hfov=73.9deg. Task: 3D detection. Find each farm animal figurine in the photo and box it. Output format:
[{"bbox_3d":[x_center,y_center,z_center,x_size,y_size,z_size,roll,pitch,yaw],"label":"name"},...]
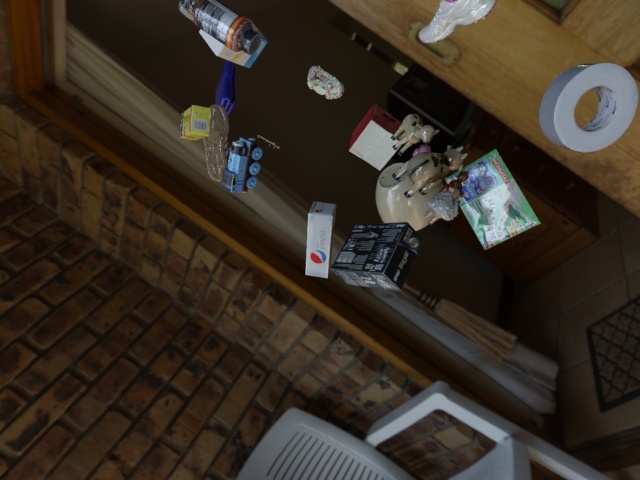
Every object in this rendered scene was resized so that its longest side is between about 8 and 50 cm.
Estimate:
[{"bbox_3d":[0.348,-0.248,1.321,0.172,0.330,0.327,-42,-1,39],"label":"farm animal figurine"}]

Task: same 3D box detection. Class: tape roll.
[{"bbox_3d":[0.693,-0.343,1.104,0.219,0.219,0.072,-55,16,14],"label":"tape roll"}]

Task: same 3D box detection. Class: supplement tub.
[{"bbox_3d":[-0.281,-0.654,1.304,0.106,0.198,0.106,-55,-2,-2],"label":"supplement tub"}]

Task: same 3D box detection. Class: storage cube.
[{"bbox_3d":[0.262,-0.475,1.970,0.215,0.184,0.193,-50,15,35],"label":"storage cube"}]

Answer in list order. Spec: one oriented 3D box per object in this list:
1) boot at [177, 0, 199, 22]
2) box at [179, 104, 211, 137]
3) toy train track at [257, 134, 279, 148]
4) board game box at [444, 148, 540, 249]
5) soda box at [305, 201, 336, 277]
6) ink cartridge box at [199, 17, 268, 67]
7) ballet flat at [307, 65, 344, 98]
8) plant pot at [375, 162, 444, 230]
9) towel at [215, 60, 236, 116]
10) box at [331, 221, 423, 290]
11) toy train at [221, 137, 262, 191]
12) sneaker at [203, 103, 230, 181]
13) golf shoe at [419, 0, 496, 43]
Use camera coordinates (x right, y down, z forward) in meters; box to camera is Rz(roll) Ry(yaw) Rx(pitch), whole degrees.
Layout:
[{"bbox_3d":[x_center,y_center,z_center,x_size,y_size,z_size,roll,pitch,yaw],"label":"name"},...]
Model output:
[{"bbox_3d":[-0.395,-0.888,1.619,0.179,0.237,0.085,-38,50,34],"label":"boot"},{"bbox_3d":[-0.399,-0.368,1.347,0.232,0.058,0.087,20,105,62],"label":"box"},{"bbox_3d":[-0.176,-0.329,1.429,0.014,0.083,0.048,-60,11,2],"label":"toy train track"},{"bbox_3d":[0.639,-0.151,1.594,0.214,0.317,0.046,-30,-14,24],"label":"board game box"},{"bbox_3d":[0.000,0.000,1.221,0.073,0.069,0.216,-72,-11,-55],"label":"soda box"},{"bbox_3d":[-0.410,-0.964,2.015,0.168,0.171,0.233,-44,-16,27],"label":"ink cartridge box"},{"bbox_3d":[-0.002,-0.580,1.557,0.077,0.241,0.091,-28,-49,-13],"label":"ballet flat"},{"bbox_3d":[0.331,-0.197,1.695,0.284,0.191,0.284,-25,43,25],"label":"plant pot"},{"bbox_3d":[-0.495,-0.759,2.227,0.227,0.076,0.308,132,143,-49],"label":"towel"},{"bbox_3d":[0.137,0.036,1.044,0.180,0.077,0.147,-1,53,50],"label":"box"},{"bbox_3d":[-0.254,-0.242,1.376,0.105,0.080,0.184,-9,-58,-45],"label":"toy train"},{"bbox_3d":[-0.391,-0.376,1.647,0.153,0.099,0.282,-99,10,-77],"label":"sneaker"},{"bbox_3d":[0.457,-0.807,1.494,0.306,0.140,0.115,-6,50,54],"label":"golf shoe"}]
